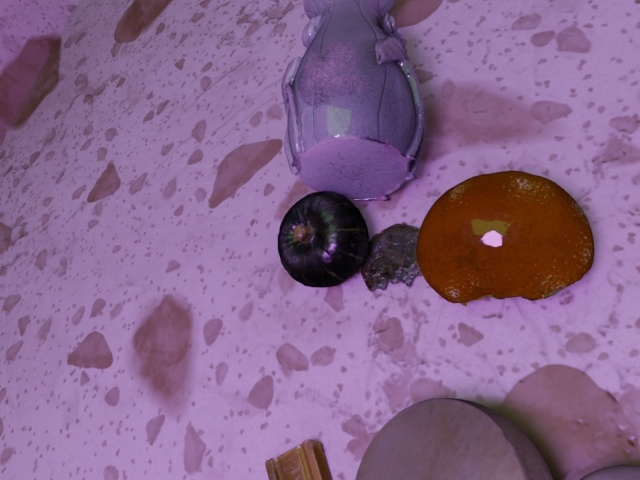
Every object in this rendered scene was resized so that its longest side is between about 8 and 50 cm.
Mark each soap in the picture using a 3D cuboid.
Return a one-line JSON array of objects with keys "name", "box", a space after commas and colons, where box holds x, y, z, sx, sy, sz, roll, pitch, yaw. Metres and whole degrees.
[{"name": "soap", "box": [-0.008, 0.426, 0.739, 0.092, 0.037, 0.252, -31, 54, 15]}]

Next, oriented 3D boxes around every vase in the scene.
[{"name": "vase", "box": [0.055, -0.305, 0.936, 0.249, 0.250, 0.446, -14, 60, 26]}]

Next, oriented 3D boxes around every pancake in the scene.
[{"name": "pancake", "box": [0.125, 0.026, 0.861, 0.129, 0.022, 0.116, -11, 59, 28]}]

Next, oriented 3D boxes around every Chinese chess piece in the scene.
[{"name": "Chinese chess piece", "box": [0.153, 0.316, 0.609, 0.250, 0.101, 0.251, -33, 36, 28]}]

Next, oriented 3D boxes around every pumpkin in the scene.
[{"name": "pumpkin", "box": [0.002, 0.001, 0.883, 0.167, 0.125, 0.167, 2, 97, 19]}]

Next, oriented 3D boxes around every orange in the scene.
[{"name": "orange", "box": [0.244, -0.011, 0.718, 0.237, 0.158, 0.179, -5, 48, 32]}]

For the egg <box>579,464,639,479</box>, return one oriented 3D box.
[{"name": "egg", "box": [0.335, 0.296, 0.536, 0.152, 0.114, 0.114, -4, 64, 10]}]
